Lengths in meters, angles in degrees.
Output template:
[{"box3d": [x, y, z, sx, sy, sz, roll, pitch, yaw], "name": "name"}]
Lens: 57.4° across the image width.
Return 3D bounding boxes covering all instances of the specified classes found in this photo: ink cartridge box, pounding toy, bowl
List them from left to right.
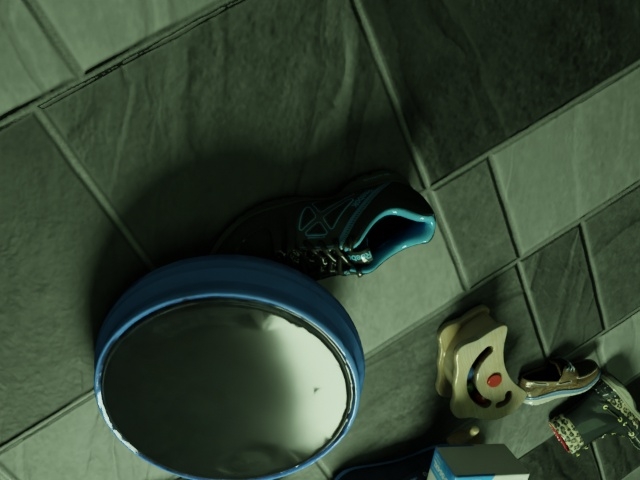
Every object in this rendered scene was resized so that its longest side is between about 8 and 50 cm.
[{"box3d": [-0.130, 0.203, 0.840, 0.392, 0.077, 0.390, -1, 120, -2], "name": "bowl"}, {"box3d": [0.261, 0.472, 1.038, 0.148, 0.086, 0.203, 5, 108, -19], "name": "ink cartridge box"}, {"box3d": [0.310, 0.268, 1.063, 0.154, 0.155, 0.269, -9, 115, -13], "name": "pounding toy"}]

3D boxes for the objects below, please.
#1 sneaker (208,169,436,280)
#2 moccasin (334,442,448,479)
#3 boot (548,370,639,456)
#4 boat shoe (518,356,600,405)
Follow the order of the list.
[{"box3d": [0.000, 0.000, 0.835, 0.341, 0.139, 0.125, -25, 122, -8], "name": "sneaker"}, {"box3d": [0.190, 0.496, 1.137, 0.342, 0.117, 0.137, -9, 115, -18], "name": "moccasin"}, {"box3d": [0.618, 0.418, 1.292, 0.179, 0.085, 0.236, -37, 114, 0], "name": "boot"}, {"box3d": [0.488, 0.276, 1.188, 0.183, 0.066, 0.066, -19, 116, -13], "name": "boat shoe"}]
